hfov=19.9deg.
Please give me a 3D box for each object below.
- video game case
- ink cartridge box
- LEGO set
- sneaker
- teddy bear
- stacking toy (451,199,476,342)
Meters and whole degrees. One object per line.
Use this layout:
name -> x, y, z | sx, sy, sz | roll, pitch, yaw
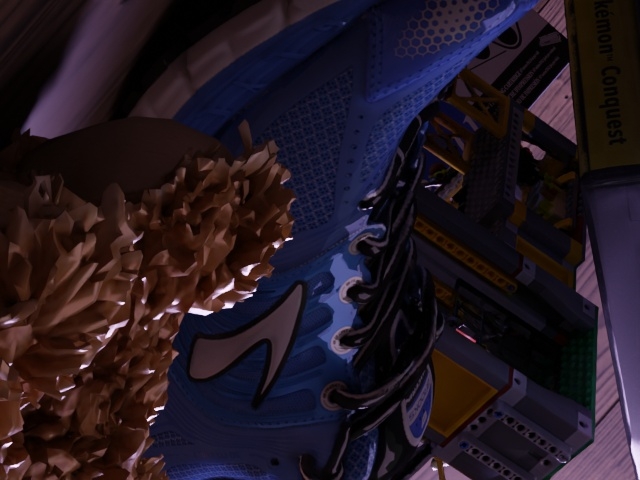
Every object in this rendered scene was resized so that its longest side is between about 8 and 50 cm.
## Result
video game case -> 0.154, -0.047, 0.924 | 0.275, 0.035, 0.248 | 68, 18, -52
ink cartridge box -> 0.073, -0.088, 1.138 | 0.207, 0.097, 0.046 | -46, 177, -41
LEGO set -> -0.001, 0.024, 0.893 | 0.255, 0.192, 0.331 | -43, -161, 41
sneaker -> 0.000, 0.000, 0.637 | 0.130, 0.147, 0.330 | -47, 176, -41
teddy bear -> -0.123, 0.102, 0.477 | 0.338, 0.113, 0.245 | -49, 175, 8
stacking toy -> 0.005, 0.082, 1.228 | 0.309, 0.130, 0.279 | -46, 174, 2
